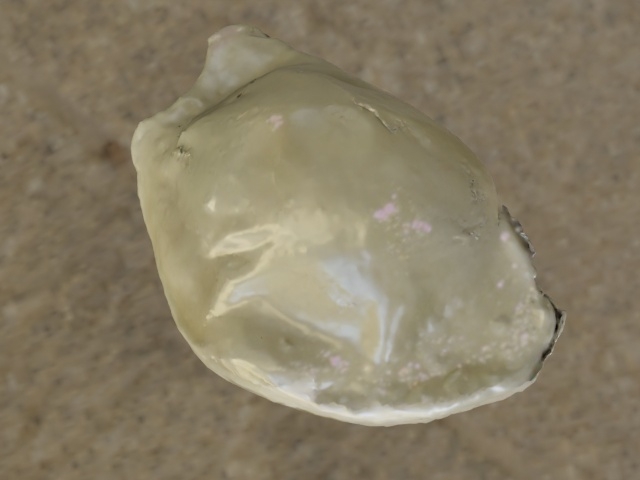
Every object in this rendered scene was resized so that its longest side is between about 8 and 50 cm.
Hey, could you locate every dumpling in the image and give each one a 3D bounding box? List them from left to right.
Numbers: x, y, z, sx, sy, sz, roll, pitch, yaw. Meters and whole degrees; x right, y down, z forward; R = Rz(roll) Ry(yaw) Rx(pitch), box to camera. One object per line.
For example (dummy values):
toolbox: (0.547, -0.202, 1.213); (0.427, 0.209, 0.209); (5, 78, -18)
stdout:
dumpling: (0.000, 0.000, 0.809); (0.136, 0.118, 0.199); (-41, 70, -2)
